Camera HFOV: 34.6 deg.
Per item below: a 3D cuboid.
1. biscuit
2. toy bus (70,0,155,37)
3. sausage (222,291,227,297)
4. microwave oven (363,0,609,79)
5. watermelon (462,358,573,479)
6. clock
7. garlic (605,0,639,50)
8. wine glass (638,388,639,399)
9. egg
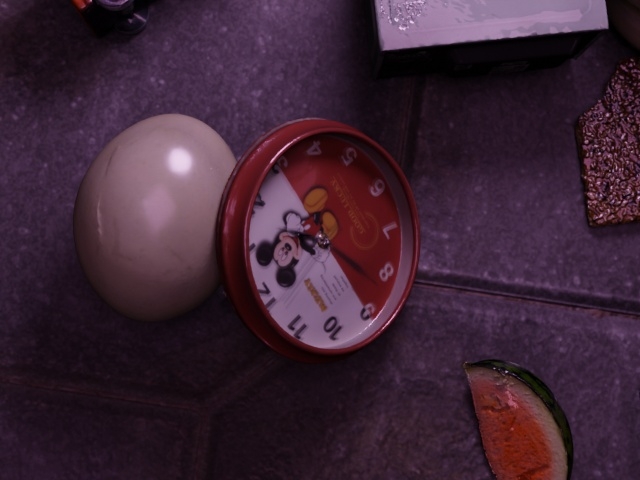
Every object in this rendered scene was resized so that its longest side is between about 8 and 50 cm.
[{"bbox_3d":[0.426,-0.141,1.443,0.131,0.026,0.237,-6,85,-4],"label":"biscuit"},{"bbox_3d":[-0.207,-0.421,1.400,0.329,0.143,0.153,-35,86,-3],"label":"toy bus"},{"bbox_3d":[-0.085,0.081,1.414,0.100,0.015,0.015,10,84,-1],"label":"sausage"},{"bbox_3d":[0.206,-0.343,1.381,0.295,0.181,0.238,-6,86,-2],"label":"microwave oven"},{"bbox_3d":[0.276,0.263,1.388,0.119,0.063,0.245,-23,90,15],"label":"watermelon"},{"bbox_3d":[0.000,0.000,1.334,0.318,0.080,0.319,-1,92,-39],"label":"clock"},{"bbox_3d":[0.493,-0.357,1.351,0.313,0.286,0.249,38,65,12],"label":"garlic"},{"bbox_3d":[0.527,0.323,1.343,0.143,0.143,0.321,-18,83,-3],"label":"wine glass"},{"bbox_3d":[-0.206,-0.029,1.322,0.219,0.219,0.269,9,79,0],"label":"egg"}]
